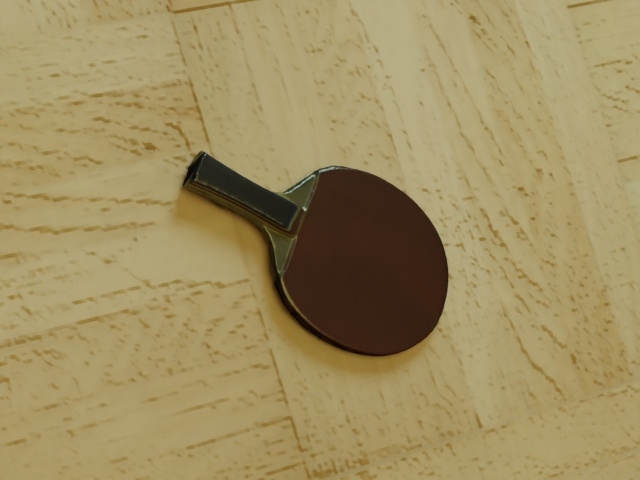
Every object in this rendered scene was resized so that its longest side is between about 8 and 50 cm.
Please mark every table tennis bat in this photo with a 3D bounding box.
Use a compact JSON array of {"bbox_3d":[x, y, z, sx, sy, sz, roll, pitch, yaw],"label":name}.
[{"bbox_3d":[0.000,0.000,0.998,0.158,0.014,0.095,29,67,-22],"label":"table tennis bat"}]
